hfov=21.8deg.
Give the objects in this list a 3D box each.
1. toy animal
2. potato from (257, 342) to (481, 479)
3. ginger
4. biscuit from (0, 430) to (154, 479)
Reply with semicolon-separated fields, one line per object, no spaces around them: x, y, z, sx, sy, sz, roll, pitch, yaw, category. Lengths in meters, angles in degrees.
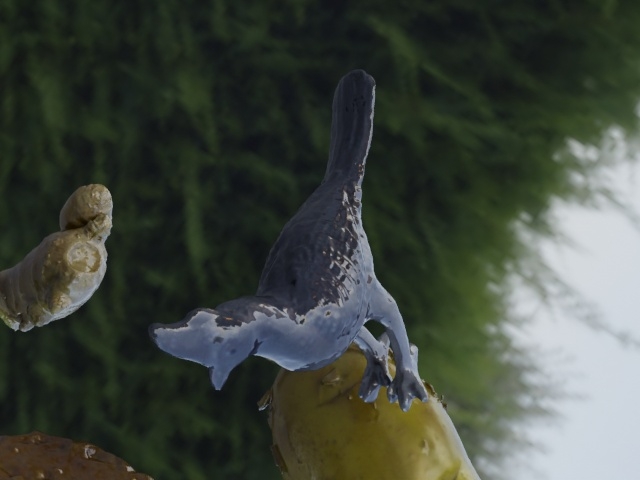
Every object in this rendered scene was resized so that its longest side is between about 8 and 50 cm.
0.013;0.037;1.273;0.081;0.206;0.367;-20;-157;36;toy animal
0.056;0.220;1.425;0.140;0.300;0.173;-13;155;-40;potato
-0.264;0.040;1.662;0.081;0.115;0.205;1;142;-43;ginger
-0.204;0.241;1.150;0.296;0.296;0.075;-61;175;-63;biscuit
